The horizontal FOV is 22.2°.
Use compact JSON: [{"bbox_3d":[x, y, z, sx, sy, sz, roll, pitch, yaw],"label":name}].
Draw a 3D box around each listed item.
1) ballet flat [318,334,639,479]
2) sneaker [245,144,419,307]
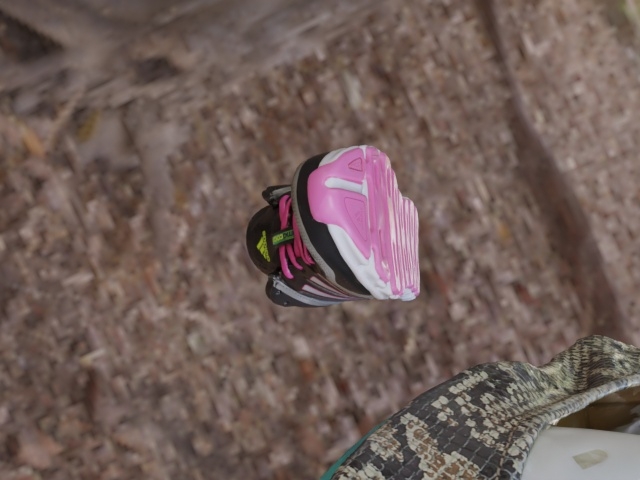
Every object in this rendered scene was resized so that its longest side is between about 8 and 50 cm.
[{"bbox_3d":[0.144,0.134,0.846,0.483,0.182,0.164,-14,99,-62],"label":"ballet flat"},{"bbox_3d":[0.000,0.000,0.724,0.170,0.075,0.063,36,49,-78],"label":"sneaker"}]
